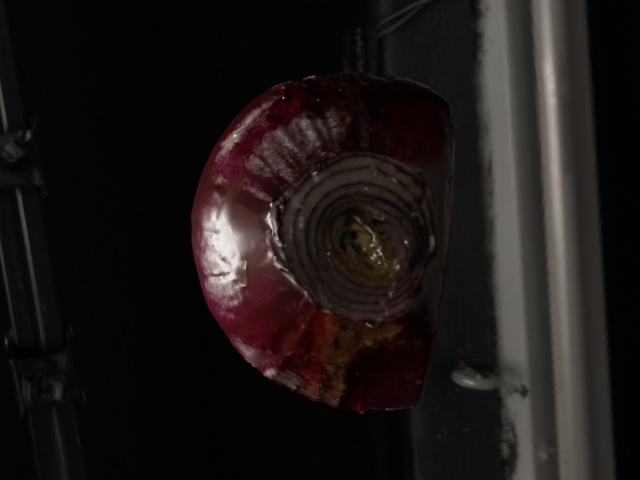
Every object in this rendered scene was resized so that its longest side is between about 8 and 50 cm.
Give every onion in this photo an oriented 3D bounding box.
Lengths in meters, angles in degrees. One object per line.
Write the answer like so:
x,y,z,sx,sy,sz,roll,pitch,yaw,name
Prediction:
0.000,0.000,1.026,0.260,0.282,0.337,5,-81,-1,onion
